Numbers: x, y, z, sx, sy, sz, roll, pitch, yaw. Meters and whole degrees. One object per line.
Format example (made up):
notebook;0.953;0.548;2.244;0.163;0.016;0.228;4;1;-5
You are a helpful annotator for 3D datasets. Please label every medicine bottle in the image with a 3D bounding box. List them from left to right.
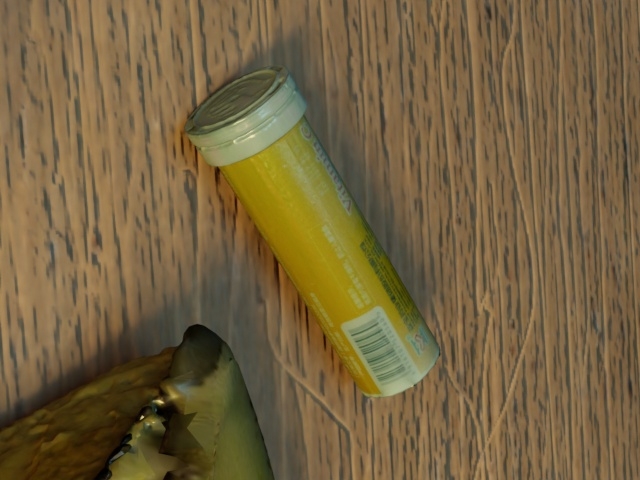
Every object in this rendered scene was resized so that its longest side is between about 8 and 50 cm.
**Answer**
medicine bottle;0.000;0.000;0.806;0.074;0.074;0.218;-46;118;-30

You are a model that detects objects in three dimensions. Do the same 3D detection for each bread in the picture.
bread;-0.113;0.195;0.657;0.204;0.162;0.262;65;32;-17
